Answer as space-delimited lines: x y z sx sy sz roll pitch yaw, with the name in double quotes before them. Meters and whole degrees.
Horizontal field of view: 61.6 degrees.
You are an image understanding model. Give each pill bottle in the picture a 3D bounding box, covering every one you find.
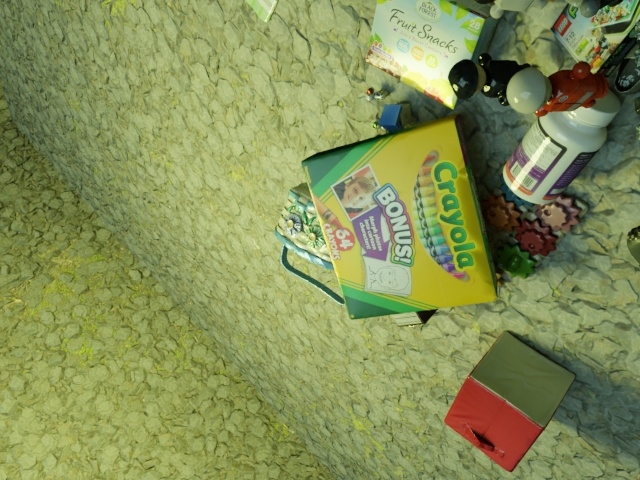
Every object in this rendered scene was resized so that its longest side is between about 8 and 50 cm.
"pill bottle" 0.390 -0.158 0.873 0.108 0.108 0.193 41 145 16

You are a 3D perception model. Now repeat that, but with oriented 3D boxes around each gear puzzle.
"gear puzzle" 0.374 -0.002 1.092 0.175 0.044 0.339 40 145 17

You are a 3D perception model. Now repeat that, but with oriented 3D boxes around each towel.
"towel" -0.132 -0.573 1.187 0.113 0.023 0.152 50 146 5

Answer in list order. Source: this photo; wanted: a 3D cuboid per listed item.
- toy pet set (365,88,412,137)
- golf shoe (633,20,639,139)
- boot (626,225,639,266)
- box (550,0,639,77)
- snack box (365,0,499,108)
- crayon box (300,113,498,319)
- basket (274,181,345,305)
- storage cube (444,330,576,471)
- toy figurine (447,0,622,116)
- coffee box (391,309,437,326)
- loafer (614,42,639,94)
"toy pet set" 0.132 -0.250 1.132 0.114 0.065 0.122 15 132 42
"golf shoe" 0.473 -0.215 0.684 0.120 0.105 0.273 -12 144 24
"boot" 0.532 -0.037 0.853 0.198 0.077 0.137 59 151 -8
"box" 0.407 -0.334 0.714 0.207 0.036 0.114 113 141 -52
"snack box" 0.192 -0.362 0.954 0.207 0.070 0.174 36 144 21
"crayon box" 0.166 -0.036 1.098 0.313 0.106 0.363 -11 105 25
"basket" 0.000 0.000 1.396 0.255 0.201 0.289 27 129 31
"storage cube" 0.427 0.364 1.222 0.184 0.215 0.193 34 136 26
"toy figurine" 0.293 -0.287 0.755 0.213 0.148 0.209 -132 40 -57
"coffee box" 0.192 0.067 1.287 0.098 0.141 0.246 -20 106 54
"loafer" 0.456 -0.266 0.746 0.056 0.050 0.148 30 141 29
